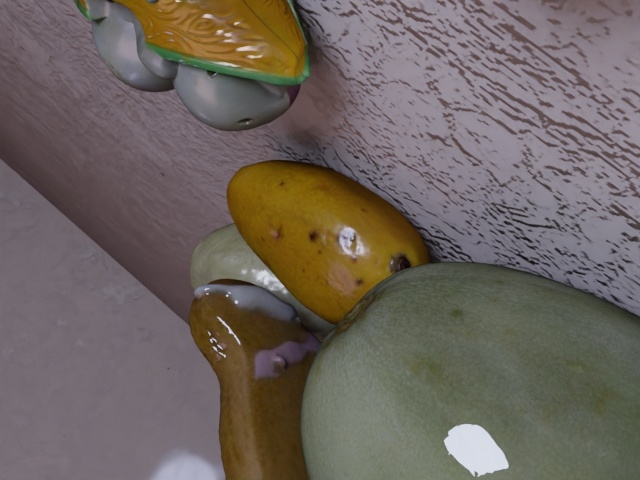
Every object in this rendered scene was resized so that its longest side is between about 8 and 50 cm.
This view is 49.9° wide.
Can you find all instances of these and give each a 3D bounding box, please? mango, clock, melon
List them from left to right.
[{"bbox_3d":[-0.093,-0.151,0.474,0.231,0.103,0.144,33,161,34],"label":"clock"},{"bbox_3d":[0.000,0.000,0.608,0.227,0.109,0.147,30,162,38],"label":"mango"},{"bbox_3d":[0.133,0.151,0.445,0.308,0.272,0.271,37,161,26],"label":"melon"}]

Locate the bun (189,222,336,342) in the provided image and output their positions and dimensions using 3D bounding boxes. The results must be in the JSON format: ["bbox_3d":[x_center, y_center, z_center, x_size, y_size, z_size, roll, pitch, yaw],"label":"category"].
[{"bbox_3d":[-0.039,0.036,0.770,0.223,0.127,0.222,18,170,3],"label":"bun"}]

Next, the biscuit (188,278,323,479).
[{"bbox_3d":[0.016,0.227,0.517,0.283,0.431,0.064,31,125,-31],"label":"biscuit"}]
